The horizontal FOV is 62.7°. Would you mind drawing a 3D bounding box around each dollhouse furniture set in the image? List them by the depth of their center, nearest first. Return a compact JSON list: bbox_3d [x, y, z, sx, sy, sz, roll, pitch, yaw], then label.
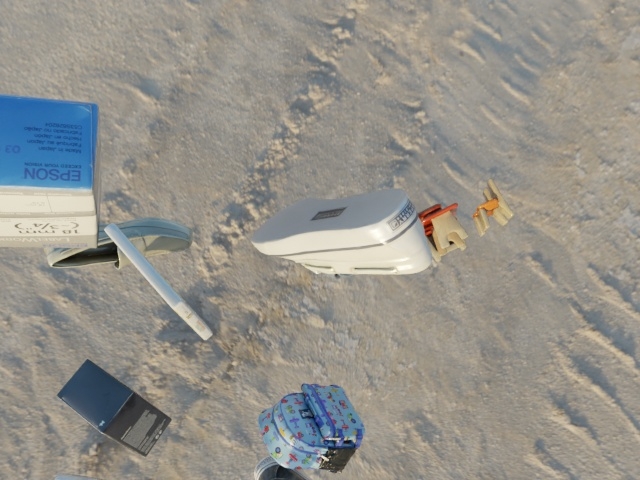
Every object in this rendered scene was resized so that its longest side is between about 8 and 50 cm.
[{"bbox_3d":[0.269,-0.038,1.196,0.261,0.259,0.135,-26,77,6],"label":"dollhouse furniture set"}]

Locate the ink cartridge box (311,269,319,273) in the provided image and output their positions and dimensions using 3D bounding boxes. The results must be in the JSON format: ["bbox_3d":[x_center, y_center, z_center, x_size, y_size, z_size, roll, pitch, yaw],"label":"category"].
[{"bbox_3d":[0.000,0.000,1.291,0.139,0.190,0.082,-19,110,-23],"label":"ink cartridge box"}]

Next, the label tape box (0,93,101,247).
[{"bbox_3d":[-0.395,-0.053,0.637,0.240,0.333,0.106,1,74,-22],"label":"label tape box"}]

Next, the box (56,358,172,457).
[{"bbox_3d":[-0.411,0.338,1.059,0.155,0.158,0.093,20,62,31],"label":"box"}]

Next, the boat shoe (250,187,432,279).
[{"bbox_3d":[0.016,0.002,0.615,0.096,0.267,0.088,-48,116,-34],"label":"boat shoe"}]

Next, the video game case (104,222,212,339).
[{"bbox_3d":[-0.314,0.086,1.038,0.026,0.206,0.227,-42,68,-15],"label":"video game case"}]

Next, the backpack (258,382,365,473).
[{"bbox_3d":[-0.025,0.355,1.009,0.117,0.173,0.158,-58,37,22],"label":"backpack"}]

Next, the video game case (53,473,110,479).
[{"bbox_3d":[-0.154,0.384,0.458,0.328,0.036,0.300,-3,63,22],"label":"video game case"}]

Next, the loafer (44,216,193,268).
[{"bbox_3d":[-0.448,0.015,1.195,0.319,0.112,0.112,-3,56,-23],"label":"loafer"}]

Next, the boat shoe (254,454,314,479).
[{"bbox_3d":[-0.007,0.537,1.039,0.108,0.102,0.301,-42,115,-2],"label":"boat shoe"}]
